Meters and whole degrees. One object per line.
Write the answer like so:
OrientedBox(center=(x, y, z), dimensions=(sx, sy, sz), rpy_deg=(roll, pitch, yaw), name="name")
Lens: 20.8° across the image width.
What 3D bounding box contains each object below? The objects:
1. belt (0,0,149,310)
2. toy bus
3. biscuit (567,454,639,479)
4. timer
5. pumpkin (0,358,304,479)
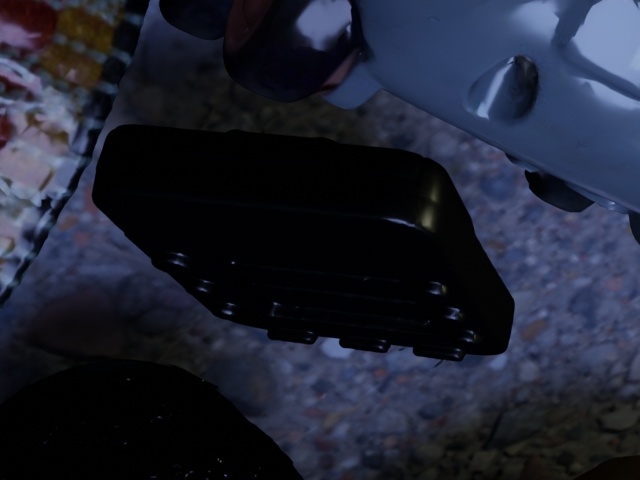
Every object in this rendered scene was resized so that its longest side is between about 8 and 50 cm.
OrientedBox(center=(-0.157, -0.060, 0.607), dimensions=(0.150, 0.207, 0.257), rpy_deg=(21, 113, -26), name="belt")
OrientedBox(center=(0.081, -0.128, 0.588), dimensions=(0.194, 0.288, 0.232), rpy_deg=(21, 101, -17), name="toy bus")
OrientedBox(center=(0.113, 0.233, 0.951), dimensions=(0.325, 0.107, 0.326), rpy_deg=(-24, 147, -17), name="biscuit")
OrientedBox(center=(0.000, 0.000, 0.741), dimensions=(0.144, 0.055, 0.187), rpy_deg=(5, 162, 18), name="timer")
OrientedBox(center=(-0.079, 0.166, 0.805), dimensions=(0.163, 0.233, 0.233), rpy_deg=(-26, 133, -18), name="pumpkin")
